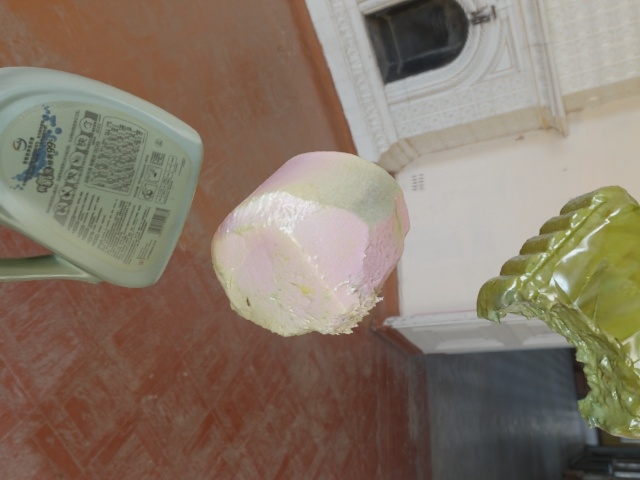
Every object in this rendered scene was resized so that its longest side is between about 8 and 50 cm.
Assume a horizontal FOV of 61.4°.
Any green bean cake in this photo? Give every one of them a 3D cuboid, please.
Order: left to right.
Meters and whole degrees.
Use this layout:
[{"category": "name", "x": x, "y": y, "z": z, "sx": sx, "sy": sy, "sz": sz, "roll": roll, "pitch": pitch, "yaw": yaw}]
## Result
[{"category": "green bean cake", "x": 0.338, "y": 0.082, "z": 0.631, "sx": 0.236, "sy": 0.233, "sz": 0.124, "roll": 44, "pitch": 0, "yaw": 7}]

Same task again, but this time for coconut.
[{"category": "coconut", "x": 0.000, "y": 0.000, "z": 0.731, "sx": 0.245, "sy": 0.233, "sz": 0.233, "roll": -48, "pitch": 123, "yaw": -51}]

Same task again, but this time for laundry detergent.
[{"category": "laundry detergent", "x": -0.269, "y": -0.056, "z": 0.508, "sx": 0.281, "sy": 0.105, "sz": 0.214, "roll": 9, "pitch": 110, "yaw": -43}]
